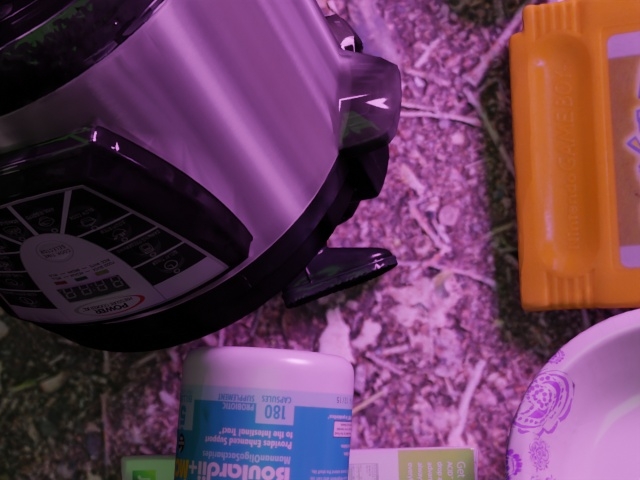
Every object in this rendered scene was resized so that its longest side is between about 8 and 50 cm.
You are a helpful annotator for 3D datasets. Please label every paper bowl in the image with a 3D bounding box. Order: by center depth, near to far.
[{"bbox_3d":[0.306,0.209,1.168,0.284,0.148,0.284,-5,66,12],"label":"paper bowl"}]

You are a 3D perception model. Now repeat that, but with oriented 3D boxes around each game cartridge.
[{"bbox_3d":[0.325,-0.084,1.201,0.324,0.053,0.285,-4,86,26],"label":"game cartridge"}]

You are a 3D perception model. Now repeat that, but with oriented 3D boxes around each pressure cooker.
[{"bbox_3d":[-0.160,-0.119,1.109,0.375,0.420,0.370,-45,49,-11],"label":"pressure cooker"}]

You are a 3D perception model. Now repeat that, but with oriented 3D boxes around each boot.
[{"bbox_3d":[0.000,0.000,1.276,0.121,0.045,0.099,-19,77,-4],"label":"boot"}]

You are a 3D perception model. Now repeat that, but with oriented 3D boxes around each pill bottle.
[{"bbox_3d":[-0.050,0.223,1.139,0.146,0.146,0.264,3,82,1],"label":"pill bottle"}]

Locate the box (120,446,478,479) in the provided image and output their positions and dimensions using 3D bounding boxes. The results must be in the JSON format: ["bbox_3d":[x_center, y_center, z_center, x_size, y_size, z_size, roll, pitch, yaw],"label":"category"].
[{"bbox_3d":[-0.016,0.304,1.231,0.322,0.058,0.232,-1,83,2],"label":"box"}]
